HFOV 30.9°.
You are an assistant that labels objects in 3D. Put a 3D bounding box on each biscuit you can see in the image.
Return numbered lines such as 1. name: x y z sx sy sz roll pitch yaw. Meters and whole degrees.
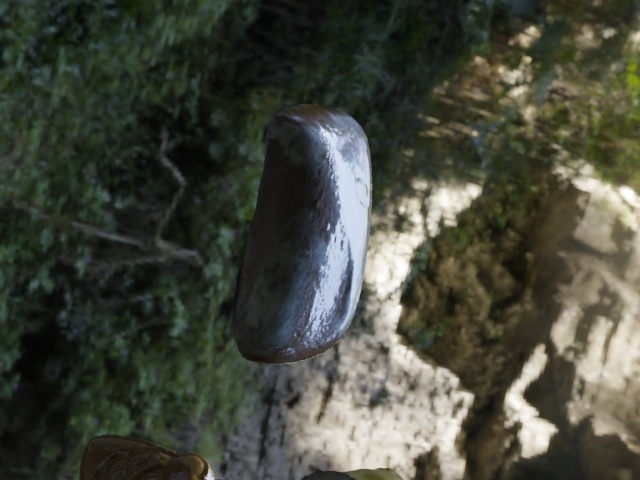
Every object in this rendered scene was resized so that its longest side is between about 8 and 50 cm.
1. biscuit: -0.153 0.246 1.026 0.250 0.162 0.035 37 -24 48

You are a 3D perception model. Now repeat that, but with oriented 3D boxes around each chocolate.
1. chocolate: 0.001 0.001 1.108 0.080 0.157 0.254 15 -79 27

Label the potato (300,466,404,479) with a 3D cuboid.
1. potato: 0.111 0.466 1.508 0.290 0.296 0.397 -7 -91 46
